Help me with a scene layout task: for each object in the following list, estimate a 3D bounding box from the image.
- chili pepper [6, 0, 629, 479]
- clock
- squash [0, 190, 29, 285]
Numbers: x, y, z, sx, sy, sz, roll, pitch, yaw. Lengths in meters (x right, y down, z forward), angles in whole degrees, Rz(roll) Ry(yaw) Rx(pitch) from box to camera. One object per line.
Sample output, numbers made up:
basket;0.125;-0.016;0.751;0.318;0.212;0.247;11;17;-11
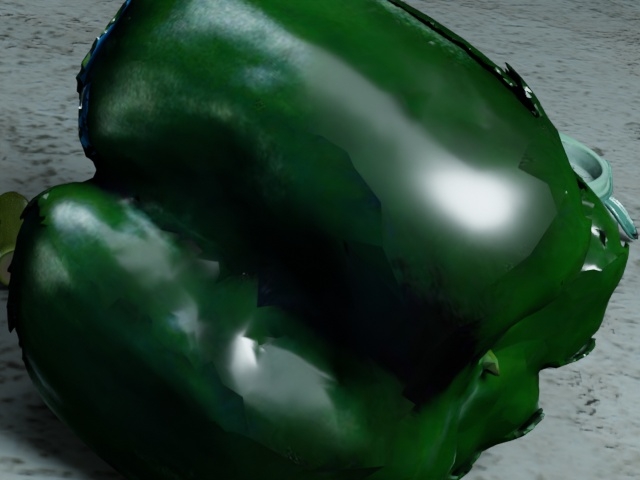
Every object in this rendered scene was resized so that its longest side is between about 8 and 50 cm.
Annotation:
chili pepper;0.000;0.000;0.720;0.257;0.248;0.233;32;22;21
clock;0.151;-0.037;1.035;0.101;0.041;0.135;-16;37;-40
squash;-0.179;-0.003;0.888;0.028;0.027;0.083;1;27;-15
